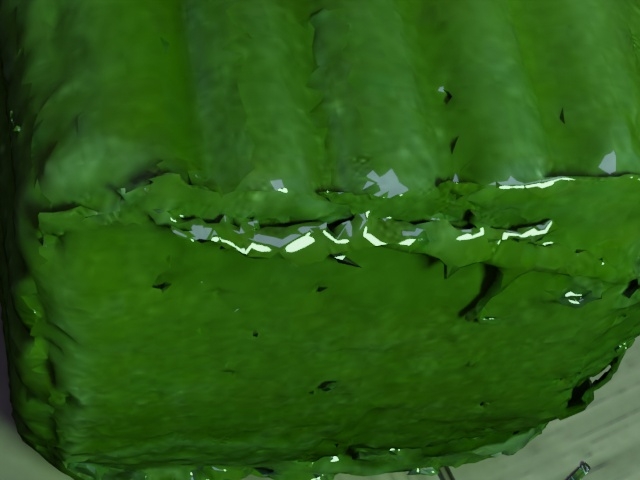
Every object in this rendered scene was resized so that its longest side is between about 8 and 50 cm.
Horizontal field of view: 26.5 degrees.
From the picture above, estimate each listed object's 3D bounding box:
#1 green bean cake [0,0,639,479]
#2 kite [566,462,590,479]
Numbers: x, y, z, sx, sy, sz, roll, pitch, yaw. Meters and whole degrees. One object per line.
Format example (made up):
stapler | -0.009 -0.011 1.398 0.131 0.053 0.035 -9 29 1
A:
green bean cake | 0.000 0.000 0.441 0.214 0.200 0.113 -1 58 -13
kite | 0.081 0.117 0.522 0.078 0.002 0.044 -15 72 -22
